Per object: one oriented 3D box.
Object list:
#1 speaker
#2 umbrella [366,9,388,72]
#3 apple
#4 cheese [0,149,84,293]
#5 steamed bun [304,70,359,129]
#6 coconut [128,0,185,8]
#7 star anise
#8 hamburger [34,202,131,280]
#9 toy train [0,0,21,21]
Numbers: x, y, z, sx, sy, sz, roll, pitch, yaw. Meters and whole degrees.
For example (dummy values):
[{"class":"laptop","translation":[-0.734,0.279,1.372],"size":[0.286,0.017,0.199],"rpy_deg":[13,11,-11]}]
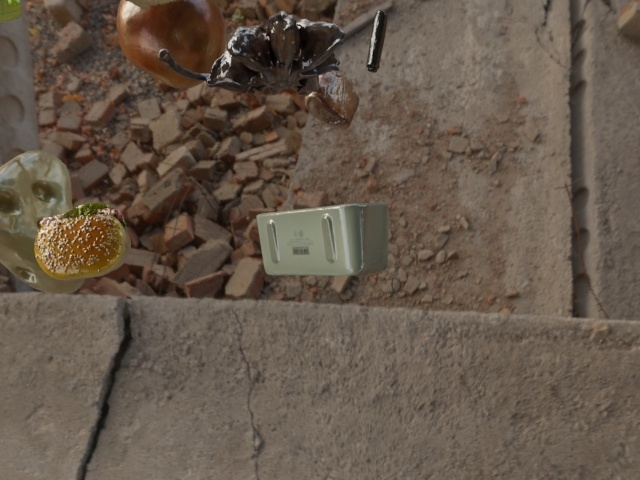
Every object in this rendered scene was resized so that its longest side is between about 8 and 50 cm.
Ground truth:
[{"class":"speaker","translation":[0.000,0.000,1.427],"size":[0.406,0.183,0.184],"rpy_deg":[-3,93,44]},{"class":"umbrella","translation":[0.125,-0.434,1.104],"size":[0.031,0.036,0.133],"rpy_deg":[13,92,56]},{"class":"apple","translation":[-0.354,-0.487,1.200],"size":[0.253,0.254,0.254],"rpy_deg":[-2,63,4]},{"class":"cheese","translation":[-0.733,-0.063,1.337],"size":[0.129,0.351,0.329],"rpy_deg":[-23,38,32]},{"class":"steamed bun","translation":[0.034,-0.426,1.523],"size":[0.106,0.175,0.145],"rpy_deg":[-10,55,48]},{"class":"coconut","translation":[-0.256,-0.470,0.783],"size":[0.194,0.194,0.195],"rpy_deg":[-2,63,4]},{"class":"star anise","translation":[-0.104,-0.389,1.040],"size":[0.315,0.359,0.139],"rpy_deg":[-22,77,26]},{"class":"hamburger","translation":[-0.542,0.004,1.151],"size":[0.210,0.116,0.173],"rpy_deg":[-7,71,-1]},{"class":"toy train","translation":[-0.759,-0.478,0.923],"size":[0.442,0.272,0.179],"rpy_deg":[-35,96,-34]}]
